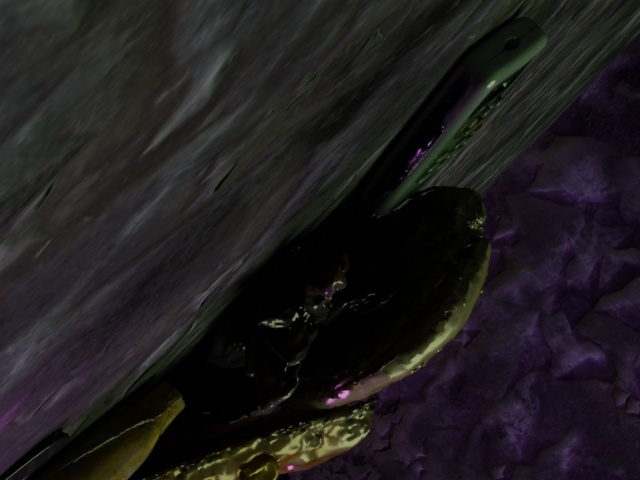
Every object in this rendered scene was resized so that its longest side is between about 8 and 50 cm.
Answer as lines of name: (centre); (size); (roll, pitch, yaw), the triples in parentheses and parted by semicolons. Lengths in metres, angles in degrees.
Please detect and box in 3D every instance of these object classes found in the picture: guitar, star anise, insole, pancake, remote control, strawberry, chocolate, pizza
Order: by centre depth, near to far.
insole: (-0.370, 0.295, 1.356); (0.309, 0.012, 0.110); (-41, 172, -21)
chocolate: (-0.240, 0.242, 1.564); (0.219, 0.085, 0.086); (-44, 175, -34)
remote control: (0.147, -0.134, 1.586); (0.140, 0.056, 0.296); (-36, 169, -40)
star anise: (-0.032, 0.090, 1.631); (0.212, 0.129, 0.282); (-43, -170, -33)
guitar: (0.000, 0.000, 1.671); (0.088, 0.025, 0.233); (-42, 175, 23)
pancake: (0.069, 0.073, 1.751); (0.382, 0.071, 0.382); (-35, -155, 19)
pizza: (-0.163, 0.302, 1.783); (0.434, 0.080, 0.392); (-17, 179, -17)
strawberry: (-0.114, 0.184, 1.902); (0.167, 0.087, 0.208); (-16, -168, 35)

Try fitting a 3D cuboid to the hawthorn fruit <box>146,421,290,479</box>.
hawthorn fruit: (-0.188, 0.412, 2.107); (0.311, 0.295, 0.295); (-19, 179, 12)
